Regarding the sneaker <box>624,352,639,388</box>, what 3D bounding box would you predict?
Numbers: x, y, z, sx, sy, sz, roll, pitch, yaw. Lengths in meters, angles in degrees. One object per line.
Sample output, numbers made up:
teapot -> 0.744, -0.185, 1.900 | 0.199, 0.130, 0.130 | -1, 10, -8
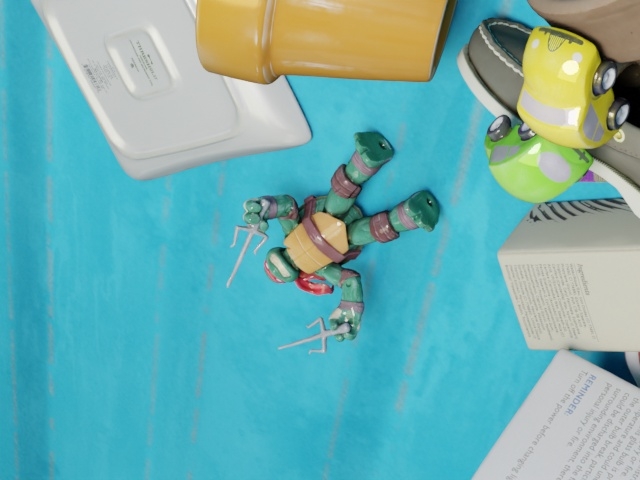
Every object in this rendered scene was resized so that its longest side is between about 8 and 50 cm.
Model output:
sneaker -> 0.351, 0.178, 1.145 | 0.221, 0.087, 0.128 | 54, -179, -11

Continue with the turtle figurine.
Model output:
turtle figurine -> 0.000, 0.000, 1.294 | 0.175, 0.118, 0.234 | 40, 123, -16

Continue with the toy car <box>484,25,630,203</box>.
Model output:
toy car -> 0.183, -0.053, 0.928 | 0.239, 0.053, 0.225 | 39, 167, -20

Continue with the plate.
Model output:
plate -> -0.174, -0.191, 1.331 | 0.278, 0.045, 0.277 | -9, 116, 41

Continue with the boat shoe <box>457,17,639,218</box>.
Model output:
boat shoe -> 0.235, -0.103, 1.023 | 0.305, 0.109, 0.091 | 41, 135, 31

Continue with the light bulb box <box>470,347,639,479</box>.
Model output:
light bulb box -> 0.309, 0.340, 1.152 | 0.361, 0.225, 0.358 | 28, 154, 23

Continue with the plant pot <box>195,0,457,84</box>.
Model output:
plant pot -> 0.018, -0.216, 1.074 | 0.188, 0.205, 0.205 | 16, 131, 7

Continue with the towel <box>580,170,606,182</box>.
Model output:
towel -> 0.220, -0.080, 1.146 | 0.083, 0.009, 0.060 | 6, 124, 32

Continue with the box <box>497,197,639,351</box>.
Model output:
box -> 0.299, 0.027, 1.106 | 0.275, 0.094, 0.113 | -2, 120, 37

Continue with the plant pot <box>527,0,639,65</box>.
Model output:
plant pot -> 0.304, -0.179, 0.867 | 0.229, 0.263, 0.263 | 40, 140, -23
